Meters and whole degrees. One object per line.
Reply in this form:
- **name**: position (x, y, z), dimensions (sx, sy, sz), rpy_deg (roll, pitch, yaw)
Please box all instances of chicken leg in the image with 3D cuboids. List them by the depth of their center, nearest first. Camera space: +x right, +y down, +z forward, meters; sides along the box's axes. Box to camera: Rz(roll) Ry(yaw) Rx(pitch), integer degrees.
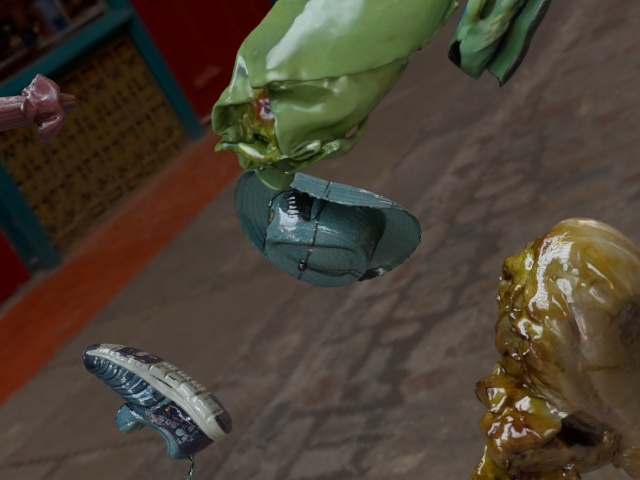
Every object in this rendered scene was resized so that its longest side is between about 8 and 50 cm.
- **chicken leg**: position (0.274, 0.189, 1.275), dimensions (0.295, 0.409, 0.182), rpy_deg (-47, 29, -14)

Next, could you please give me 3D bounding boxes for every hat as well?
- **hat**: position (0.000, 0.000, 1.217), dimensions (0.138, 0.191, 0.078), rpy_deg (108, 178, -55)

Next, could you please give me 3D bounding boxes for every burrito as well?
- **burrito**: position (0.065, -0.133, 0.510), dimensions (0.288, 0.054, 0.104), rpy_deg (-51, 55, 2)

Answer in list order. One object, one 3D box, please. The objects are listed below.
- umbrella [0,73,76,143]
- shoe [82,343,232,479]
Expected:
- **umbrella**: position (-0.186, -0.045, 0.531), dimensions (0.165, 0.025, 0.027), rpy_deg (-11, 50, -13)
- **shoe**: position (-0.145, 0.138, 1.073), dimensions (0.071, 0.143, 0.064), rpy_deg (-55, -6, 0)
